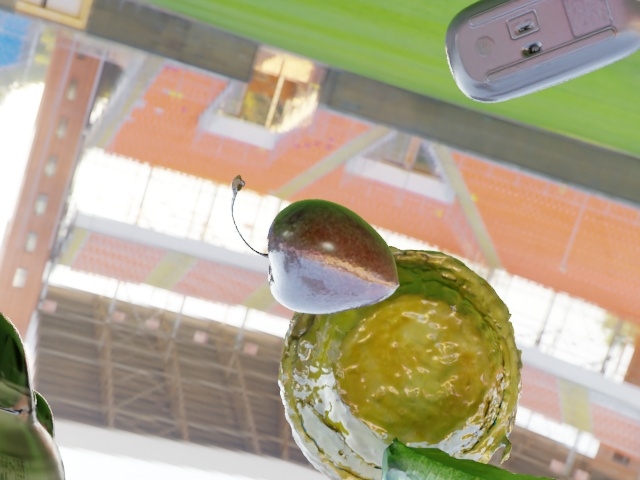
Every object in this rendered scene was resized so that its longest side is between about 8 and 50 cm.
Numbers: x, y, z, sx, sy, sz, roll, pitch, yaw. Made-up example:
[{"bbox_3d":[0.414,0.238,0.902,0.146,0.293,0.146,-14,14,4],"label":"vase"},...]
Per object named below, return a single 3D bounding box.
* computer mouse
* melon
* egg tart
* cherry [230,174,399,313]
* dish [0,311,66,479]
[{"bbox_3d":[0.247,-0.231,1.145,0.232,0.120,0.057,-19,177,29],"label":"computer mouse"},{"bbox_3d":[0.219,0.357,1.336,0.324,0.196,0.124,16,-147,12],"label":"melon"},{"bbox_3d":[0.129,0.194,1.540,0.388,0.387,0.169,17,175,-5],"label":"egg tart"},{"bbox_3d":[0.005,0.004,1.040,0.148,0.115,0.188,38,152,22],"label":"cherry"},{"bbox_3d":[-0.282,0.104,0.784,0.273,0.134,0.273,36,177,2],"label":"dish"}]
